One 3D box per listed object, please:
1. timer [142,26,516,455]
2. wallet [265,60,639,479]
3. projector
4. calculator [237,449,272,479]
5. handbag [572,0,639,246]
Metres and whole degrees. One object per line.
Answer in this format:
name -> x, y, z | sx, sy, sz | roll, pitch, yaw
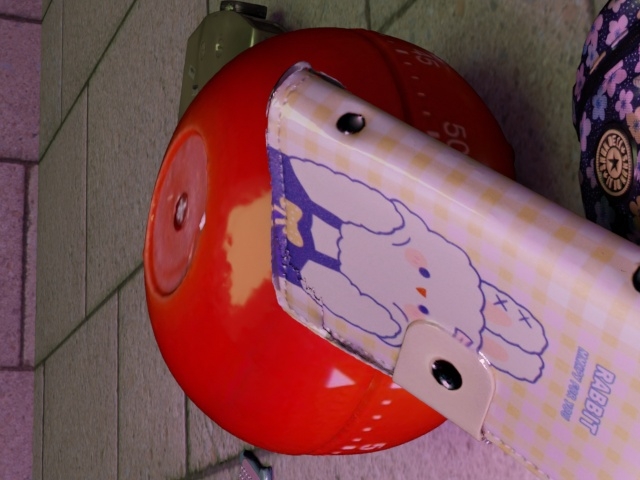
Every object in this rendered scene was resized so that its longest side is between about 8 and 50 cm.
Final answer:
timer -> 0.000, 0.000, 1.088 | 0.378, 0.279, 0.378 | -172, 90, -67
wallet -> 0.099, 0.038, 0.782 | 0.309, 0.077, 0.223 | 31, 146, 23
projector -> -0.107, -0.211, 1.606 | 0.269, 0.088, 0.193 | -166, 83, -66
calculator -> -0.081, 0.319, 1.534 | 0.141, 0.019, 0.094 | -143, 64, -63
handbag -> 0.230, -0.073, 0.757 | 0.228, 0.127, 0.207 | 113, 149, -57
